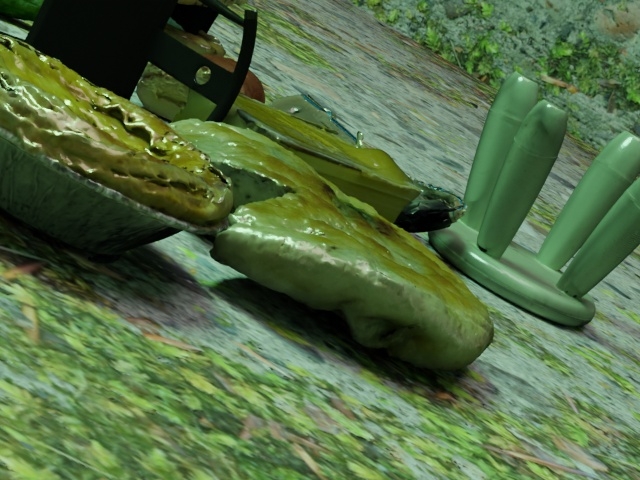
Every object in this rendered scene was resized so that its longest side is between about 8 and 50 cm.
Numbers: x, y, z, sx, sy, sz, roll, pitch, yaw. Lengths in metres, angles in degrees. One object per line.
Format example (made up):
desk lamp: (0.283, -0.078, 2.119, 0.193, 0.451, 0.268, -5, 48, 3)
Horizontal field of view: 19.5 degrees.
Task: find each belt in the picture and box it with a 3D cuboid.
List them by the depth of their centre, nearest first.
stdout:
belt: (-0.207, -0.306, 2.275, 0.198, 0.078, 0.151, 19, 20, -47)

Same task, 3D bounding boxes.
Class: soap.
soap: (-0.024, -0.073, 1.735, 0.233, 0.076, 0.135, 15, 17, -47)

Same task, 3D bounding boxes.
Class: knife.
knife: (0.036, -0.081, 1.968, 0.089, 0.043, 0.365, -10, 28, -25)

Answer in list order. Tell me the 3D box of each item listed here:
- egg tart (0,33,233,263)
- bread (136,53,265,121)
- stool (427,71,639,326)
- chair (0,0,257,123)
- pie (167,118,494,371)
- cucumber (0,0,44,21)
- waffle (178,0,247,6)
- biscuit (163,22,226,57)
egg tart: (-0.170, -0.055, 1.270, 0.234, 0.094, 0.234, 28, 9, -5)
bread: (-0.107, -0.146, 1.859, 0.119, 0.067, 0.192, 31, 12, 6)
stool: (0.240, -0.039, 1.921, 0.195, 0.198, 0.195, 29, 11, -13)
chair: (-0.197, -0.195, 1.665, 0.141, 0.154, 0.260, 15, 16, -49)
pie: (0.000, 0.000, 1.482, 0.338, 0.075, 0.337, 28, 11, -6)
cucumber: (-0.355, -0.263, 1.799, 0.250, 0.056, 0.056, 21, 14, -45)
waffle: (-0.266, -0.350, 2.024, 0.376, 0.114, 0.261, 16, 12, 13)
biscuit: (-0.200, -0.225, 1.994, 0.183, 0.061, 0.118, 32, 12, 23)
